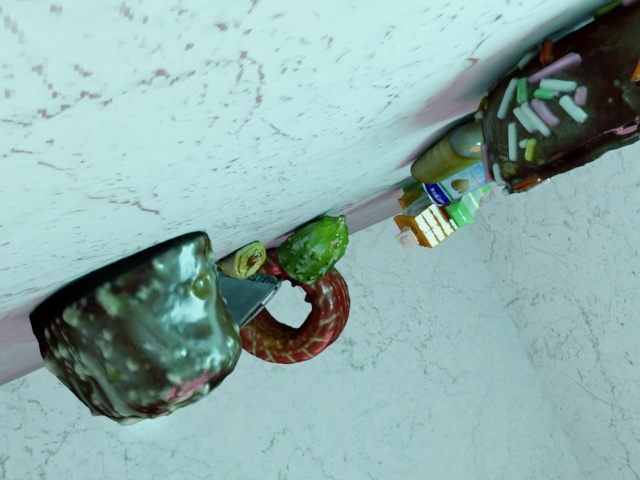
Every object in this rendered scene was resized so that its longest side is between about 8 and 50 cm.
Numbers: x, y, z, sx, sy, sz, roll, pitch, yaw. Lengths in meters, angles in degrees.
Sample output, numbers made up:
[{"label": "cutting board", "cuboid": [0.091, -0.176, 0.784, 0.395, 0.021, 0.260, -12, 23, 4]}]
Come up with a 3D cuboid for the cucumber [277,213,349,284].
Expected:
[{"label": "cucumber", "cuboid": [0.001, 0.003, 1.360, 0.134, 0.134, 0.244, -23, 168, -31]}]

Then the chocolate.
[{"label": "chocolate", "cuboid": [-0.244, 0.144, 0.828, 0.340, 0.210, 0.225, -26, 179, 42]}]

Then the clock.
[{"label": "clock", "cuboid": [0.290, -0.084, 1.484, 0.220, 0.106, 0.255, -27, -166, 34]}]

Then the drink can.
[{"label": "drink can", "cuboid": [0.337, -0.160, 1.278, 0.235, 0.097, 0.097, -25, 178, 37]}]

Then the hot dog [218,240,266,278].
[{"label": "hot dog", "cuboid": [-0.168, 0.051, 1.285, 0.078, 0.061, 0.169, -22, 176, -34]}]

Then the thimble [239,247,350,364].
[{"label": "thimble", "cuboid": [-0.092, 0.179, 1.710, 0.350, 0.350, 0.230, -25, 180, 14]}]

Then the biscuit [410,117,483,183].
[{"label": "biscuit", "cuboid": [0.277, -0.167, 0.950, 0.237, 0.062, 0.290, -25, 179, -7]}]

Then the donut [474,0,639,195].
[{"label": "donut", "cuboid": [0.289, -0.151, 0.606, 0.259, 0.136, 0.345, -22, 176, -17]}]

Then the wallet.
[{"label": "wallet", "cuboid": [-0.260, 0.152, 1.461, 0.237, 0.075, 0.342, -43, 157, 14]}]
